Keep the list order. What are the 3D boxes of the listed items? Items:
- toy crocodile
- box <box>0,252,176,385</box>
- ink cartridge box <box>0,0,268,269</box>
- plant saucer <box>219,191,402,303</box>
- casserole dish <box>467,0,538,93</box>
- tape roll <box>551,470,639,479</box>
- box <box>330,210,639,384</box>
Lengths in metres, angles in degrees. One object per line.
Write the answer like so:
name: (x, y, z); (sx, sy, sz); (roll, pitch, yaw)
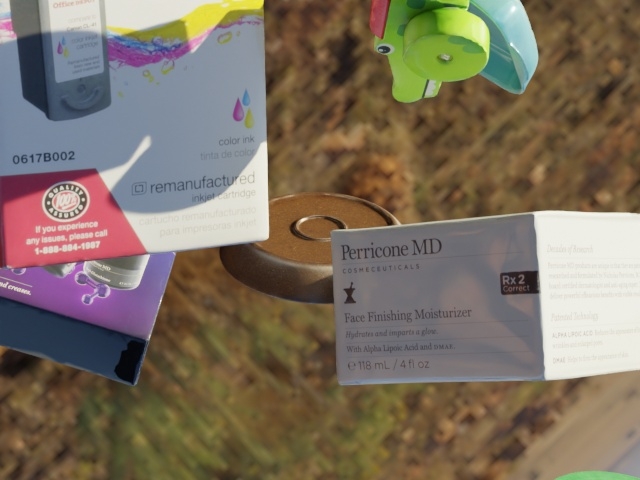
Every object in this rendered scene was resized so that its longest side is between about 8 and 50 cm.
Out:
toy crocodile: (0.082, -0.206, 1.281); (0.340, 0.105, 0.115); (107, -11, -67)
box: (-0.271, 0.005, 1.719); (0.103, 0.261, 0.184); (113, -8, -55)
ink cartridge box: (-0.163, -0.144, 1.351); (0.226, 0.306, 0.131); (-7, -167, -28)
plant saucer: (0.000, 0.000, 1.504); (0.168, 0.168, 0.029); (-29, 132, -47)
casserole dish: (0.110, -0.190, 1.462); (0.037, 0.188, 0.114); (-44, 143, -12)
tape roll: (0.344, 0.377, 1.872); (0.321, 0.321, 0.077); (-25, 146, -54)
box: (0.130, 0.043, 1.345); (0.181, 0.119, 0.182); (-5, 177, 36)
